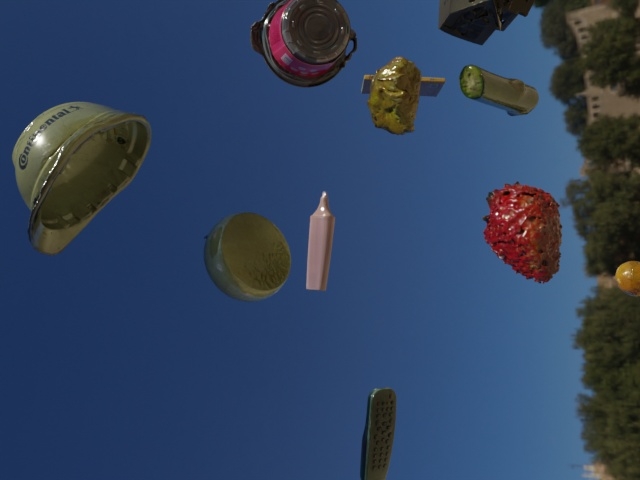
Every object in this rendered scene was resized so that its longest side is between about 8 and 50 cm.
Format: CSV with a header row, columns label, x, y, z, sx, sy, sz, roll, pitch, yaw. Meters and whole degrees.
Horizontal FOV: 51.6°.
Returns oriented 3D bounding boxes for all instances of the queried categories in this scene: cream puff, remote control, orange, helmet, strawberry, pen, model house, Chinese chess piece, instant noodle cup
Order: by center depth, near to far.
label,x,y,z,sx,sy,sz,roll,pitch,yaw
cream puff,0.082,-0.162,0.748,0.083,0.058,0.083,88,-171,-64
helmet,-0.392,-0.120,1.004,0.257,0.137,0.204,-53,-9,-27
Chinese chess piece,-0.114,0.026,1.041,0.144,0.058,0.144,20,-122,-35
strawberry,0.348,-0.027,1.156,0.085,0.140,0.192,36,-117,-49
pen,0.000,0.000,1.303,0.032,0.053,0.197,11,-97,-50
remote control,0.122,0.424,1.422,0.072,0.042,0.221,4,-86,-35
orange,0.695,0.085,1.466,0.083,0.070,0.083,13,-122,-21
model house,0.418,-0.613,1.562,0.205,0.243,0.211,14,-109,-10
instant noodle cup,-0.026,-0.550,1.772,0.181,0.303,0.258,-157,56,-76

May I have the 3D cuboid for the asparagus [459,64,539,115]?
label,x,y,z,sx,sy,sz,roll,pitch,yaw
asparagus,0.322,-0.266,1.193,0.278,0.067,0.060,-5,-89,-51

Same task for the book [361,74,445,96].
label,x,y,z,sx,sy,sz,roll,pitch,yaw
book,0.178,-0.336,1.444,0.118,0.172,0.012,86,-173,-87
